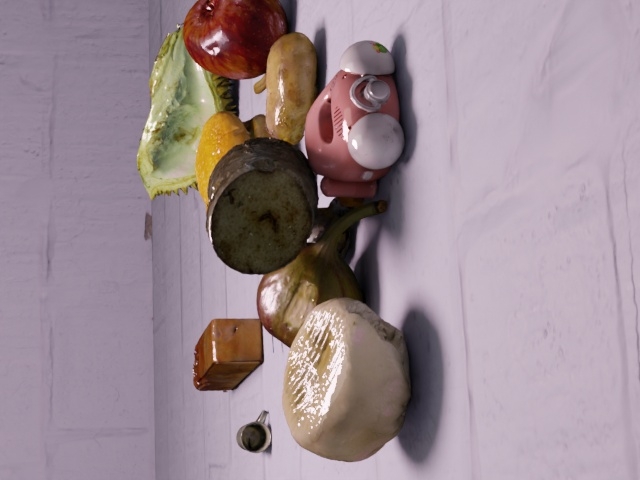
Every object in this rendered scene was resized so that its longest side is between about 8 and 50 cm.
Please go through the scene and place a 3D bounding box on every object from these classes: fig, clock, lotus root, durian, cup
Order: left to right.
[{"bbox_3d":[-0.273,-0.275,2.441,0.163,0.198,0.394,-114,30,-60],"label":"durian"},{"bbox_3d":[-0.117,-0.336,1.999,0.175,0.207,0.175,-30,42,31],"label":"fig"},{"bbox_3d":[-0.122,0.341,2.119,0.083,0.054,0.075,144,125,-75],"label":"cup"},{"bbox_3d":[-0.002,0.001,1.633,0.165,0.088,0.088,127,142,-48],"label":"lotus root"},{"bbox_3d":[0.008,0.035,1.516,0.149,0.149,0.245,-107,34,-49],"label":"fig"},{"bbox_3d":[0.041,-0.145,1.447,0.162,0.093,0.166,125,143,-60],"label":"clock"}]

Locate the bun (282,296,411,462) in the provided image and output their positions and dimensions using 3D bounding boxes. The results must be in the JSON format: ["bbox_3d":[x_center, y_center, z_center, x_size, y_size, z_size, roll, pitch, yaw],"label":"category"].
[{"bbox_3d":[0.042,0.157,1.374,0.178,0.128,0.193,-107,34,-49],"label":"bun"}]

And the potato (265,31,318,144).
[{"bbox_3d":[-0.044,-0.228,1.792,0.107,0.080,0.170,-156,64,-66],"label":"potato"}]

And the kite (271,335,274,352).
[{"bbox_3d":[-0.066,0.084,2.004,0.160,0.010,0.183,-100,21,-47],"label":"kite"}]

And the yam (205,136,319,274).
[{"bbox_3d":[-0.074,-0.052,1.515,0.254,0.154,0.154,-101,14,-78],"label":"yam"}]

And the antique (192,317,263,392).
[{"bbox_3d":[-0.186,0.225,2.292,0.310,0.093,0.087,130,139,-68],"label":"antique"}]

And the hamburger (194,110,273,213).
[{"bbox_3d":[-0.115,-0.121,1.951,0.283,0.144,0.156,-112,37,-53],"label":"hamburger"}]

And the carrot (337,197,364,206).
[{"bbox_3d":[0.039,-0.128,1.558,0.042,0.042,0.171,129,142,-67],"label":"carrot"}]
